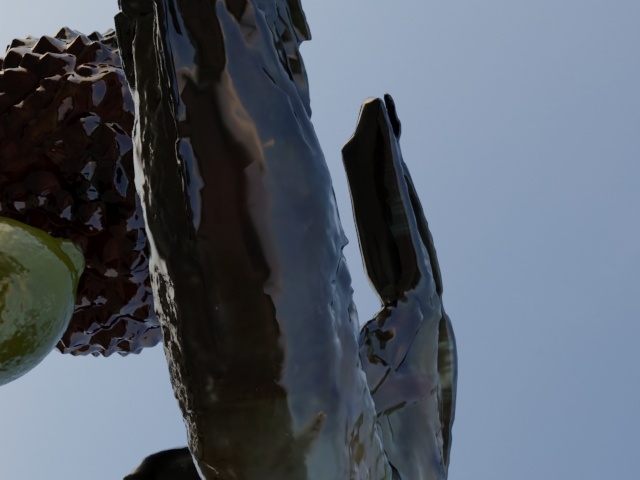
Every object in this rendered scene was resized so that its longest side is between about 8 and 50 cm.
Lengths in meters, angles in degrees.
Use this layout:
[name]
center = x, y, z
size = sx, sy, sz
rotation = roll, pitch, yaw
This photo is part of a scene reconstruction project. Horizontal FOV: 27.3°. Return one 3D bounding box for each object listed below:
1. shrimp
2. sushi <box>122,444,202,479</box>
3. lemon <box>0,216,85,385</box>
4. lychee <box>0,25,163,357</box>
[shrimp]
center = 0.000, 0.000, 0.550
size = 0.071, 0.233, 0.365
rotation = -10, -83, 24
[sushi]
center = -0.095, 0.306, 1.348
size = 0.204, 0.200, 0.213
rotation = 22, -82, 32
[lemon]
center = -0.356, 0.064, 1.379
size = 0.184, 0.248, 0.184
rotation = 34, -47, 46
[lychee]
center = -0.294, -0.044, 1.698
size = 0.425, 0.424, 0.500
rotation = 53, -19, 30
